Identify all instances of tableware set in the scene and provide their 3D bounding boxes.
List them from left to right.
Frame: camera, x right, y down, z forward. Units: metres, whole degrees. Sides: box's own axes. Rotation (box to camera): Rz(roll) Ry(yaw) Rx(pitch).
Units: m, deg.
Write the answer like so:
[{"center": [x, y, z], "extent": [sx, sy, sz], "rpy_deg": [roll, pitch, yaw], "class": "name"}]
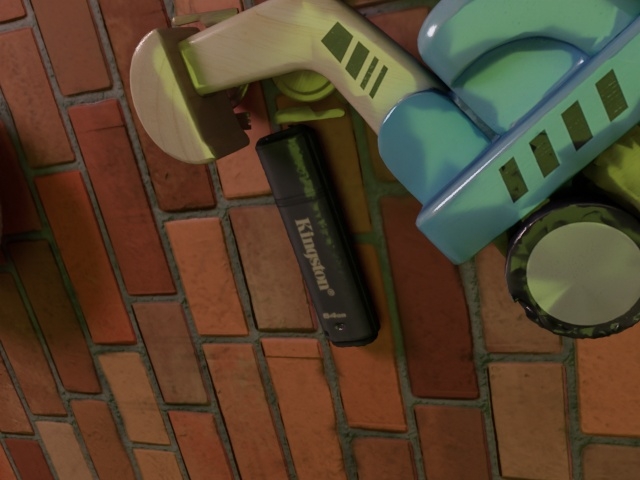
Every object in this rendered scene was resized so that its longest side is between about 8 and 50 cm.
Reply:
[{"center": [-0.062, -0.188, 0.658], "extent": [0.194, 0.039, 0.128], "rpy_deg": [-2, 100, 16], "class": "tableware set"}]

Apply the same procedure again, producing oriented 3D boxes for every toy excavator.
[{"center": [0.100, -0.129, 0.519], "extent": [0.445, 0.222, 0.433], "rpy_deg": [47, 119, 0], "class": "toy excavator"}]

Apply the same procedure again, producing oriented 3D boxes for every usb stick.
[{"center": [0.000, 0.000, 0.710], "extent": [0.077, 0.045, 0.278], "rpy_deg": [-12, 108, 24], "class": "usb stick"}]

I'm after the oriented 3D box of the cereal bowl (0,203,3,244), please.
[{"center": [-0.584, -0.066, 0.851], "extent": [0.338, 0.141, 0.339], "rpy_deg": [8, 114, 17], "class": "cereal bowl"}]
